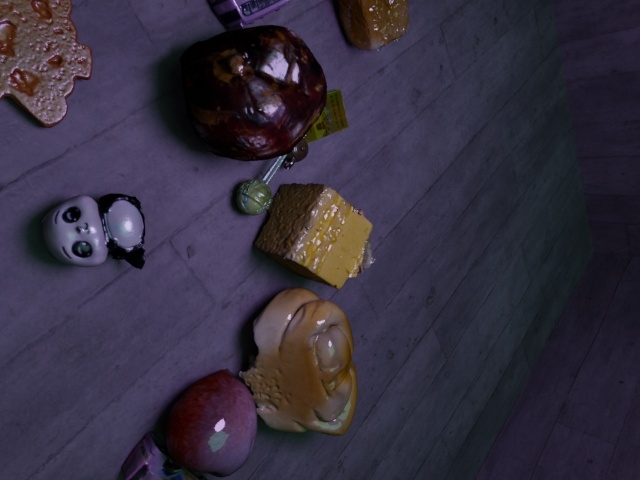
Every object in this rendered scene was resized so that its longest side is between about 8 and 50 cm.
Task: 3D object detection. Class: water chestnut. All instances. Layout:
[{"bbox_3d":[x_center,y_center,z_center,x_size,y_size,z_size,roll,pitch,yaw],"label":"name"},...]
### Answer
[{"bbox_3d":[-0.150,-0.322,1.044,0.335,0.335,0.347,-55,157,-22],"label":"water chestnut"}]

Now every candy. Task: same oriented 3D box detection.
[{"bbox_3d":[-0.111,-0.212,1.180,0.092,0.093,0.335,42,77,-35],"label":"candy"}]

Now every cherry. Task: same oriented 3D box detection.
[{"bbox_3d":[-0.255,0.451,1.087,0.239,0.206,0.239,-4,98,-35],"label":"cherry"}]

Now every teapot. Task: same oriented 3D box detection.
[{"bbox_3d":[-0.072,-0.255,1.248,0.076,0.068,0.121,35,72,-39],"label":"teapot"}]

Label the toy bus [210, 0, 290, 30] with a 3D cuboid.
[{"bbox_3d":[-0.172,-0.607,1.099,0.199,0.096,0.108,-45,127,-31],"label":"toy bus"}]

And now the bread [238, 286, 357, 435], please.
[{"bbox_3d":[-0.043,0.351,1.234,0.329,0.245,0.424,-20,112,-38],"label":"bread"}]

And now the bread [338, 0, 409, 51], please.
[{"bbox_3d":[0.151,-0.701,1.322,0.195,0.176,0.246,-37,133,-20],"label":"bread"}]

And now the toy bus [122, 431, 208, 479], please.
[{"bbox_3d":[-0.364,0.600,1.089,0.112,0.090,0.274,-43,120,-19],"label":"toy bus"}]

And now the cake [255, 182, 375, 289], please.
[{"bbox_3d":[0.000,0.000,1.242,0.286,0.227,0.222,34,77,-36],"label":"cake"}]

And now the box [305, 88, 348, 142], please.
[{"bbox_3d":[0.000,-0.374,1.322,0.193,0.030,0.121,-29,114,-35],"label":"box"}]

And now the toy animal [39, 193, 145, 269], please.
[{"bbox_3d":[-0.458,-0.010,0.894,0.179,0.138,0.166,-10,86,-45],"label":"toy animal"}]

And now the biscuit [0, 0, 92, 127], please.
[{"bbox_3d":[-0.585,-0.366,0.799,0.306,0.043,0.284,4,94,-40],"label":"biscuit"}]
